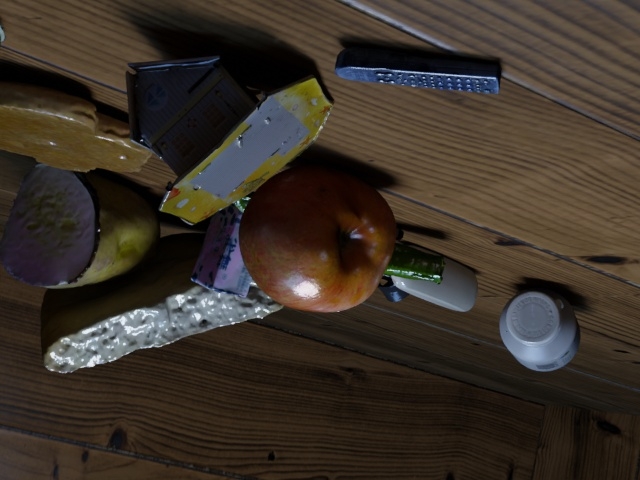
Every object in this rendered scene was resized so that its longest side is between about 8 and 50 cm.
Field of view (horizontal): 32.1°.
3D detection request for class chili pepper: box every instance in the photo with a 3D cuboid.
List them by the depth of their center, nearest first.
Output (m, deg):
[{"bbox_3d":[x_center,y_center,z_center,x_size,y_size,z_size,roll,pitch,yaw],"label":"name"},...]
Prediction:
[{"bbox_3d":[0.021,-0.003,1.731,0.359,0.076,0.085,18,-161,2],"label":"chili pepper"}]

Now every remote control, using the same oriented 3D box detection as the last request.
[{"bbox_3d":[0.088,-0.156,1.019,0.152,0.027,0.043,9,163,12],"label":"remote control"}]

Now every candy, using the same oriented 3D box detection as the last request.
[{"bbox_3d":[-0.144,0.008,1.808,0.073,0.160,0.092,24,172,-32],"label":"candy"}]

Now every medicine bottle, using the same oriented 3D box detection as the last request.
[{"bbox_3d":[0.389,0.155,1.979,0.135,0.135,0.215,10,169,18],"label":"medicine bottle"}]

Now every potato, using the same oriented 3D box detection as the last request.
[{"bbox_3d":[-0.386,-0.016,1.901,0.229,0.229,0.266,8,176,26],"label":"potato"}]

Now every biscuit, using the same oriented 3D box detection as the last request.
[{"bbox_3d":[-0.361,-0.151,1.524,0.269,0.051,0.376,12,171,-5],"label":"biscuit"},{"bbox_3d":[-0.288,0.075,2.002,0.429,0.104,0.446,-15,-160,-8],"label":"biscuit"}]

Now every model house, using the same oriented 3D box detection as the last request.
[{"bbox_3d":[-0.110,-0.134,1.176,0.136,0.207,0.219,48,-173,11],"label":"model house"}]

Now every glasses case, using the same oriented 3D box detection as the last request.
[{"bbox_3d":[0.197,0.065,1.901,0.204,0.081,0.051,24,163,-39],"label":"glasses case"}]

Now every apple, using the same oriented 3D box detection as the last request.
[{"bbox_3d":[0.000,0.000,1.474,0.209,0.209,0.164,21,166,-36],"label":"apple"}]

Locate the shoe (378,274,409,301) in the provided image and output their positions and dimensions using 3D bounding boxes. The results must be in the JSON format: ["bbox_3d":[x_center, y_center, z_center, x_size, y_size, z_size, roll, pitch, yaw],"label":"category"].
[{"bbox_3d":[0.158,0.099,2.209,0.062,0.053,0.159,8,171,44],"label":"shoe"}]

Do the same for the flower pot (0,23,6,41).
[{"bbox_3d":[-0.464,-0.197,1.176,0.235,0.140,0.235,15,169,3],"label":"flower pot"}]

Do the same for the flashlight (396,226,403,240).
[{"bbox_3d":[0.102,-0.020,1.734,0.018,0.018,0.083,6,167,36],"label":"flashlight"}]
